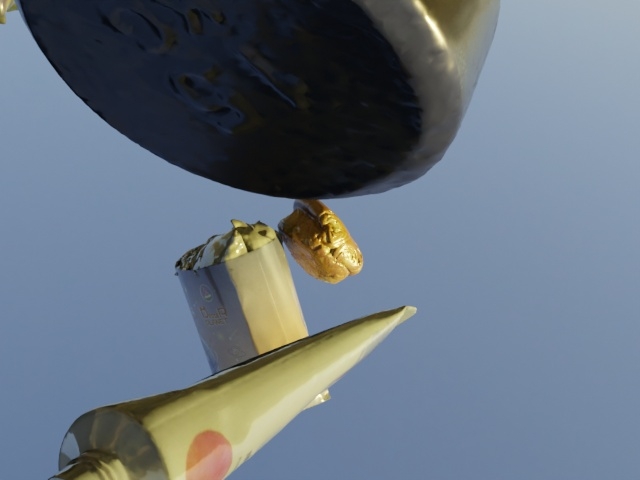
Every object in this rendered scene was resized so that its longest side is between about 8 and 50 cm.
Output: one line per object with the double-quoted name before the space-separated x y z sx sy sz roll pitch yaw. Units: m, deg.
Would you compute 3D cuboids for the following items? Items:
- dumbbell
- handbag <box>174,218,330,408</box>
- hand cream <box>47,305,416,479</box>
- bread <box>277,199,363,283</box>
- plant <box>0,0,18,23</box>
"dumbbell" 0.013 -0.197 0.559 0.203 0.204 0.322 18 -119 10
"handbag" -0.059 0.061 1.015 0.095 0.173 0.117 -24 -168 -30
"hand cream" -0.050 0.111 0.754 0.078 0.124 0.340 55 -151 11
"bread" 0.000 0.000 1.027 0.083 0.046 0.081 51 168 -1
"plant" -0.418 -0.290 1.201 0.333 0.180 0.251 -8 179 16
